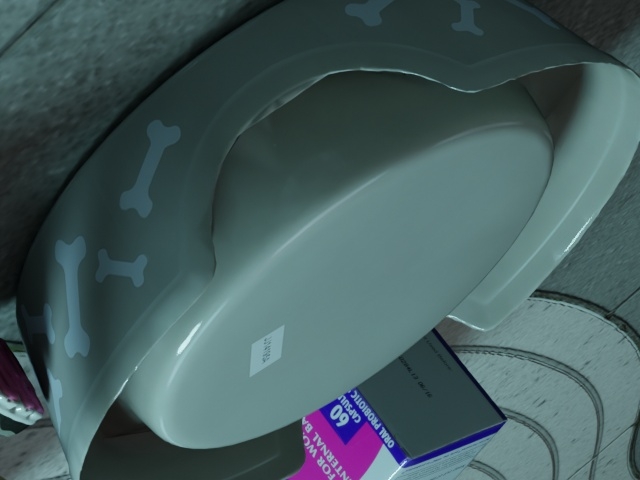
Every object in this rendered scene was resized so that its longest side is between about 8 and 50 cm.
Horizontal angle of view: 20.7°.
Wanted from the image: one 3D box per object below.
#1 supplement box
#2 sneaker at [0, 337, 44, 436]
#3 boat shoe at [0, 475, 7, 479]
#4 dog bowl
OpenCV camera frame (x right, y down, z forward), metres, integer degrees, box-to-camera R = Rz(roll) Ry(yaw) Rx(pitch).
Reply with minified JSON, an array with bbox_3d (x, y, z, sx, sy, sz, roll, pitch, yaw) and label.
[{"bbox_3d":[0.008,0.162,1.223,0.114,0.111,0.220,-14,148,-47],"label":"supplement box"},{"bbox_3d":[-0.193,0.067,0.777,0.075,0.063,0.170,-43,153,12],"label":"sneaker"},{"bbox_3d":[-0.255,0.132,0.704,0.285,0.102,0.092,2,160,-28],"label":"boat shoe"},{"bbox_3d":[0.000,0.000,0.895,0.349,0.102,0.348,-32,157,-15],"label":"dog bowl"}]
